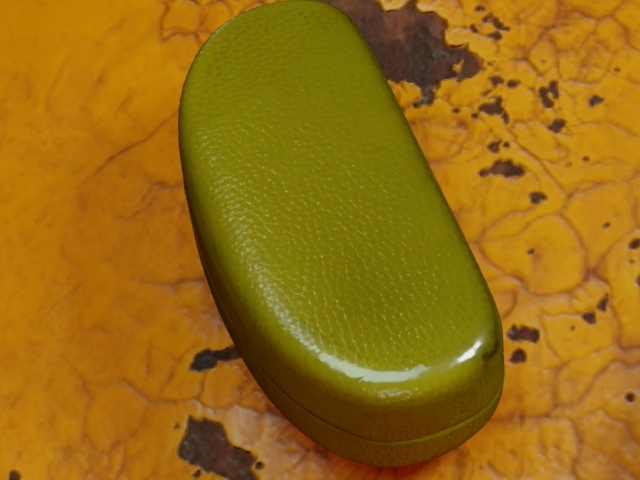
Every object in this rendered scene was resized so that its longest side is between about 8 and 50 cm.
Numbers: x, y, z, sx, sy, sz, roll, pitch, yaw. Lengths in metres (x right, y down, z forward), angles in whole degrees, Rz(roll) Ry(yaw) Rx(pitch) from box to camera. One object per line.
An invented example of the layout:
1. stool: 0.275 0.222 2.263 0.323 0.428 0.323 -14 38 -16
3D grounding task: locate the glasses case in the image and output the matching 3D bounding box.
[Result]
1. glasses case: 0.000 0.000 1.283 0.173 0.141 0.371 -18 55 -9
